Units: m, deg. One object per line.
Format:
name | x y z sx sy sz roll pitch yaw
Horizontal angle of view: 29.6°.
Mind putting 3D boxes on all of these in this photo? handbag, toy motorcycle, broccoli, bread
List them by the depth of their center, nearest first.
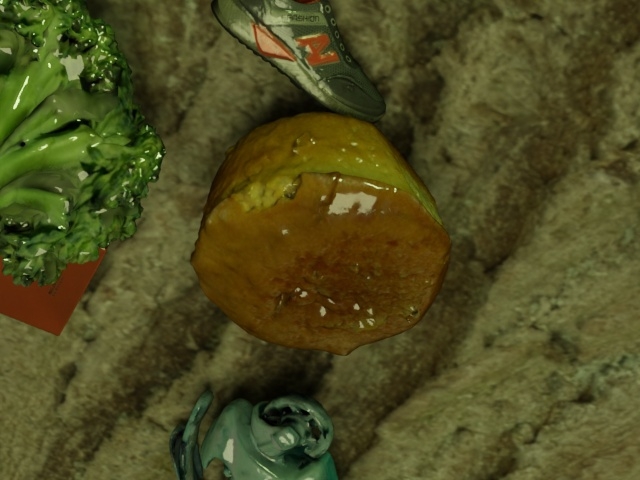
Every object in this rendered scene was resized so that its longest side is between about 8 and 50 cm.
broccoli | -0.286 -0.096 1.084 0.288 0.260 0.235 29 158 3
bread | 0.000 0.000 1.153 0.268 0.146 0.268 -1 141 -1
handbag | -0.328 0.007 1.237 0.190 0.063 0.127 26 118 -17
toy motorcycle | -0.065 0.280 1.356 0.206 0.154 0.260 1 116 26

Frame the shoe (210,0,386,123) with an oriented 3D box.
shoe | -0.005 -0.183 1.118 0.194 0.074 0.077 36 109 -17
